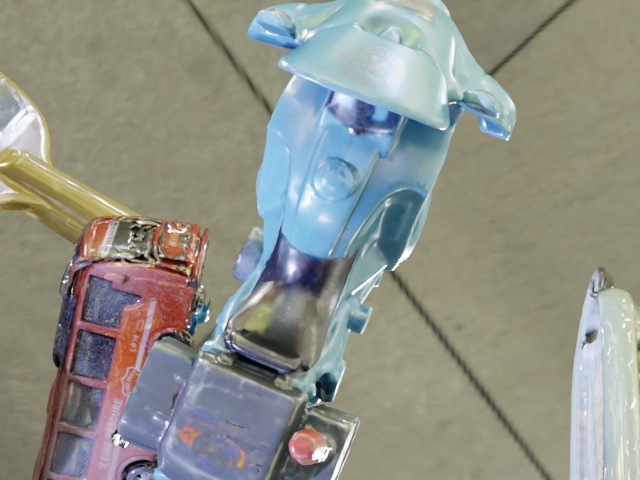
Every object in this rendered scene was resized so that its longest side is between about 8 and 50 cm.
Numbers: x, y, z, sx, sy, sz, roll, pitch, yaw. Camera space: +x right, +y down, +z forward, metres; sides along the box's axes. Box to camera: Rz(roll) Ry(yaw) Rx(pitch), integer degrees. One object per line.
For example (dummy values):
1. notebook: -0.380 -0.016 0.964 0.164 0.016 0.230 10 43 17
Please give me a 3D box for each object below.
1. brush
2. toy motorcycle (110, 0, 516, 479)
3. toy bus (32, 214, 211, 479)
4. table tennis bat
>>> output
1. brush: 0.088 0.124 0.397 0.060 0.068 0.297 8 46 5
2. toy motorcycle: 0.000 0.000 0.720 0.123 0.182 0.272 22 83 6
3. toy bus: -0.129 0.092 1.040 0.096 0.073 0.235 11 121 -5
4. table tennis bat: -0.265 -0.063 1.258 0.320 0.050 0.198 30 37 1
